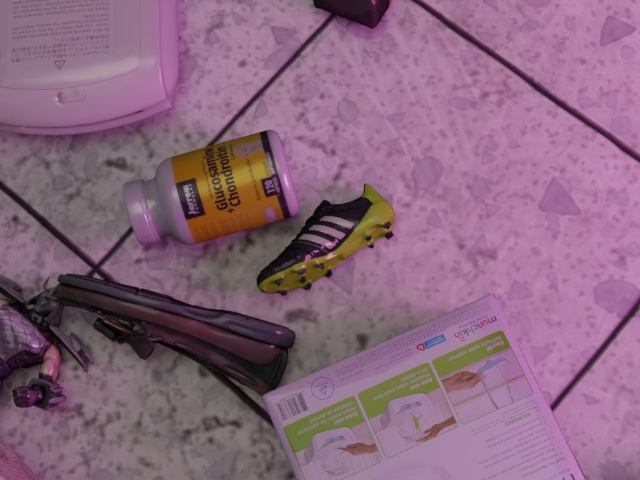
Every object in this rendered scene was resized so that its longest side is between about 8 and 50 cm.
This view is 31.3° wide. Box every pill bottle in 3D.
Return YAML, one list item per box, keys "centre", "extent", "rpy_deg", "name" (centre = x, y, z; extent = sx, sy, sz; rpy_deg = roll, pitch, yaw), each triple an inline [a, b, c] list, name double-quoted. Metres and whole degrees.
- centre: [-0.123, -0.054, 1.290]
  extent: [0.184, 0.103, 0.103]
  rpy_deg: [-16, 71, 0]
  name: "pill bottle"

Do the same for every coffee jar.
- centre: [0.062, -0.350, 1.382]
  extent: [0.096, 0.079, 0.184]
  rpy_deg: [23, 75, 9]
  name: "coffee jar"

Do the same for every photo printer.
- centre: [-0.297, -0.275, 1.376]
  extent: [0.256, 0.107, 0.307]
  rpy_deg: [-5, 72, 4]
  name: "photo printer"

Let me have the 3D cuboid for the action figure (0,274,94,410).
- centre: [-0.376, 0.149, 1.254]
  extent: [0.185, 0.099, 0.285]
  rpy_deg: [38, 76, 20]
  name: "action figure"

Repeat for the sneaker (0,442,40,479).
- centre: [-0.319, 0.305, 1.135]
  extent: [0.350, 0.131, 0.148]
  rpy_deg: [38, 85, -8]
  name: "sneaker"

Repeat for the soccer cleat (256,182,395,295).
- centre: [0.000, 0.000, 1.290]
  extent: [0.179, 0.060, 0.072]
  rpy_deg: [-30, 62, -11]
  name: "soccer cleat"

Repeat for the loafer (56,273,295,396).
- centre: [-0.165, 0.103, 1.244]
  extent: [0.268, 0.096, 0.084]
  rpy_deg: [14, 88, 1]
  name: "loafer"

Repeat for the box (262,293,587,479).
- centre: [0.107, 0.218, 1.168]
  extent: [0.262, 0.127, 0.231]
  rpy_deg: [-24, 72, -3]
  name: "box"
